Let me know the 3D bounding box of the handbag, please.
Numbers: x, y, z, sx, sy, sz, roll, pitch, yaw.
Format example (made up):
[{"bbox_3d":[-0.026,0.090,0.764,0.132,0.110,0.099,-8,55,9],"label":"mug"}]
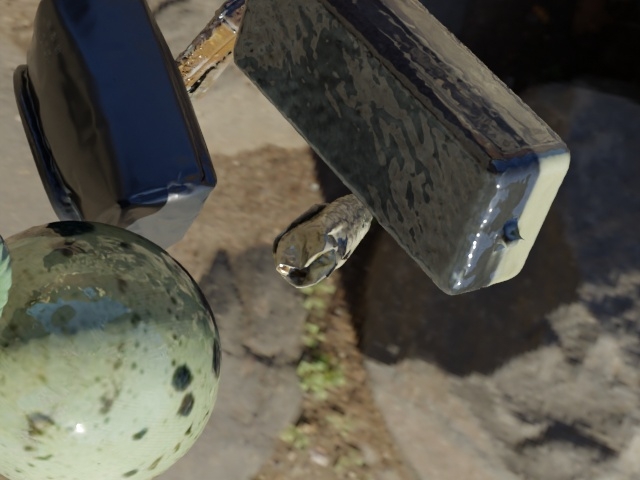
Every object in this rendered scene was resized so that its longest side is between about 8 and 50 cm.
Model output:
[{"bbox_3d":[-0.266,-0.132,2.004,0.178,0.275,0.301,-16,76,-25],"label":"handbag"}]

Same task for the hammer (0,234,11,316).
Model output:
[{"bbox_3d":[-0.350,-0.065,1.095,0.119,0.206,0.335,-47,128,-10],"label":"hammer"}]

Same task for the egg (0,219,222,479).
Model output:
[{"bbox_3d":[-0.249,0.119,1.723,0.287,0.288,0.379,-54,163,-12],"label":"egg"}]

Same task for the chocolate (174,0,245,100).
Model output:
[{"bbox_3d":[-0.138,-0.261,2.246,0.065,0.329,0.102,48,67,-4],"label":"chocolate"}]

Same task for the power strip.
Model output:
[{"bbox_3d":[0.045,-0.080,1.009,0.070,0.256,0.105,-16,140,-33],"label":"power strip"}]

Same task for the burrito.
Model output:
[{"bbox_3d":[0.000,0.000,1.563,0.060,0.226,0.087,44,101,1],"label":"burrito"}]
